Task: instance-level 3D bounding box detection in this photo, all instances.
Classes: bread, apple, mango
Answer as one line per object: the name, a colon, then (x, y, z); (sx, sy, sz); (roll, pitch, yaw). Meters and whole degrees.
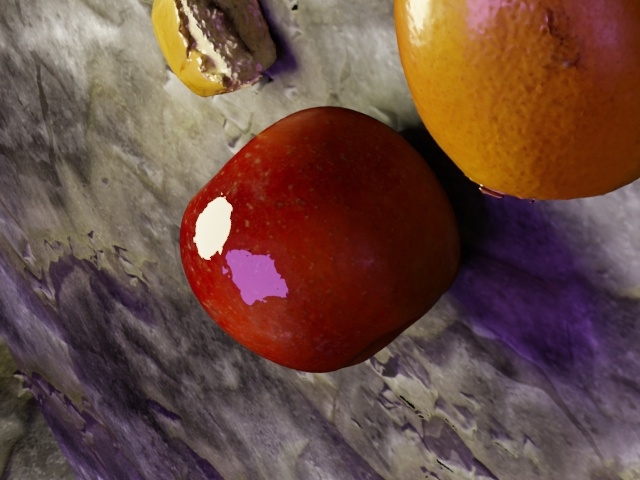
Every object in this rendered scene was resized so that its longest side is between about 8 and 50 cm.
bread: (-0.104, -0.190, 1.184); (0.125, 0.082, 0.106); (58, 147, -7)
apple: (0.000, 0.000, 1.065); (0.201, 0.218, 0.218); (53, 153, 7)
mango: (0.129, -0.150, 0.775); (0.187, 0.138, 0.257); (16, 139, 37)
